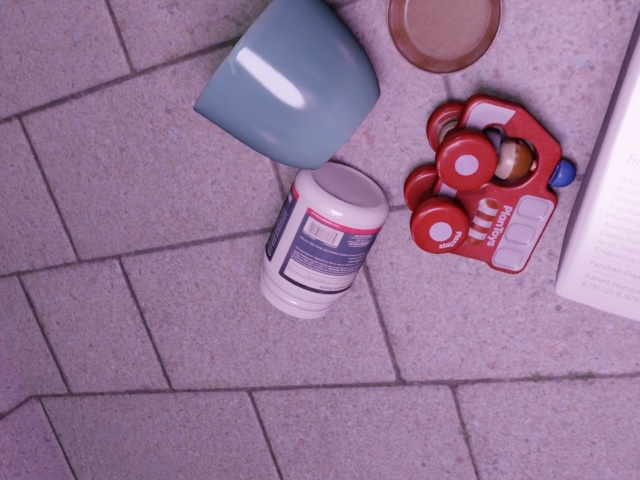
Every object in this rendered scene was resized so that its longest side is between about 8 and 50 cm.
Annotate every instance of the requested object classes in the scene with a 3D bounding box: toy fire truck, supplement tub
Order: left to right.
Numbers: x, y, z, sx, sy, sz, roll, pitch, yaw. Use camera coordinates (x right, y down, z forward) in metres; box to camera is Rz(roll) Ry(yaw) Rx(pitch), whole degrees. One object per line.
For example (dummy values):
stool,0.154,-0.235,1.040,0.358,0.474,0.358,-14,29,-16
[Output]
supplement tub,0.000,0.000,1.299,0.191,0.191,0.272,32,122,10
toy fire truck,0.295,-0.095,1.155,0.254,0.169,0.302,14,120,-7

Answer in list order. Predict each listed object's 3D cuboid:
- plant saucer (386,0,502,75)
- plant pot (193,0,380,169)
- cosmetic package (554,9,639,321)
plant saucer,0.211,-0.384,1.125,0.199,0.036,0.198,10,115,23
plant pot,-0.038,-0.265,1.160,0.235,0.293,0.293,39,123,-10
cosmetic package,0.549,-0.106,0.907,0.327,0.329,0.393,18,119,18
